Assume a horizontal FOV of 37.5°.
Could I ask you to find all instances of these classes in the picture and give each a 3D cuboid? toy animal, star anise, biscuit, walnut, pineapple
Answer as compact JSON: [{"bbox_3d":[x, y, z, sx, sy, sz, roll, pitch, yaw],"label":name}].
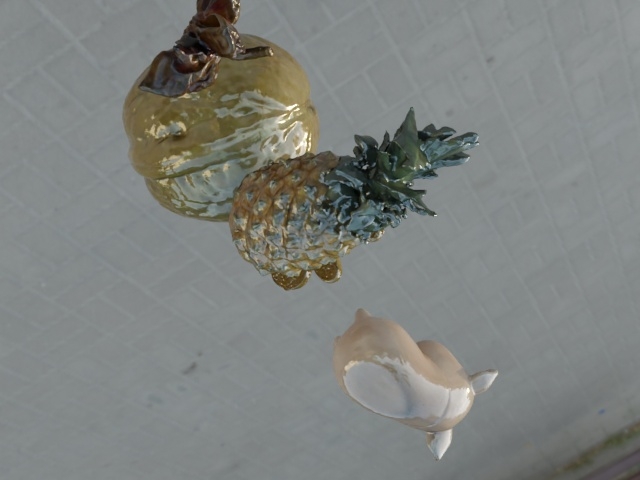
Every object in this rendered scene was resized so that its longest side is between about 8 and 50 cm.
[{"bbox_3d":[0.137,0.217,1.501,0.250,0.154,0.166,29,116,-17],"label":"toy animal"},{"bbox_3d":[-0.150,-0.261,1.244,0.196,0.212,0.111,-40,124,18],"label":"star anise"},{"bbox_3d":[0.000,0.000,1.464,0.205,0.138,0.031,-43,157,21],"label":"biscuit"},{"bbox_3d":[-0.166,-0.181,1.546,0.332,0.333,0.333,-18,145,-13],"label":"walnut"},{"bbox_3d":[0.041,-0.055,1.150,0.340,0.169,0.169,-17,159,41],"label":"pineapple"}]
